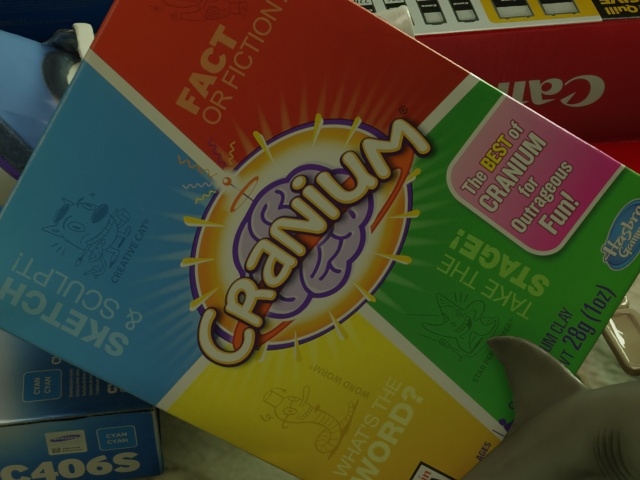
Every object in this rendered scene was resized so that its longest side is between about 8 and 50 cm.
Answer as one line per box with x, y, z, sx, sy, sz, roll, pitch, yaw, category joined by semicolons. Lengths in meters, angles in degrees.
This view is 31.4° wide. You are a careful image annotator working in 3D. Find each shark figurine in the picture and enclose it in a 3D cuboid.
0.089;0.114;0.596;0.278;0.166;0.116;-30;75;21;shark figurine

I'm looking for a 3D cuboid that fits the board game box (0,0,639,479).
0.000;0.000;0.628;0.317;0.242;0.064;28;7;-12;board game box

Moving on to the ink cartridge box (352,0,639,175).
0.141;-0.157;0.927;0.310;0.130;0.271;-6;43;-9;ink cartridge box

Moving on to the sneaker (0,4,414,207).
-0.062;-0.096;0.699;0.323;0.236;0.130;31;32;-36;sneaker

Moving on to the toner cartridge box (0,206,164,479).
-0.202;0.008;0.798;0.165;0.075;0.347;-6;46;-7;toner cartridge box

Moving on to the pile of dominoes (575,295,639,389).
0.110;0.044;0.818;0.196;0.040;0.251;-8;38;-10;pile of dominoes

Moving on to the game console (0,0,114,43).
-0.273;-0.262;1.003;0.293;0.250;0.173;-6;73;-8;game console
